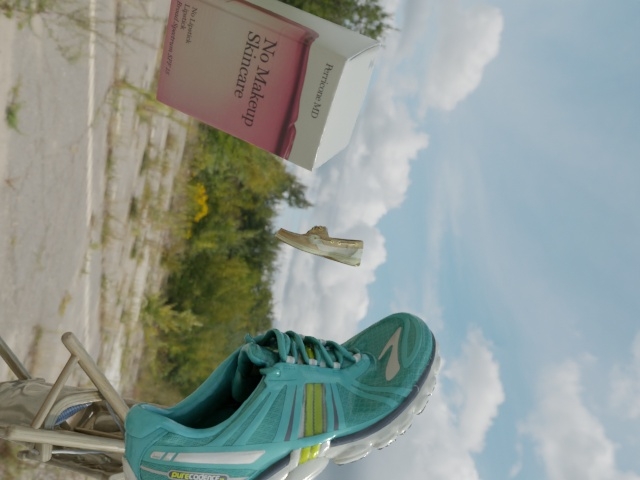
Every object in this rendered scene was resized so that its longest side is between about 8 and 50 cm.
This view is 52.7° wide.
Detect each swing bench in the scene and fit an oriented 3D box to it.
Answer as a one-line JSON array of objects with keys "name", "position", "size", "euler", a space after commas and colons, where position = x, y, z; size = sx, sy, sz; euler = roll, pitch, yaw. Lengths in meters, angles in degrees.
[{"name": "swing bench", "position": [-0.402, 0.267, 0.998], "size": [0.253, 0.254, 0.165], "euler": [-5, -130, 37]}]

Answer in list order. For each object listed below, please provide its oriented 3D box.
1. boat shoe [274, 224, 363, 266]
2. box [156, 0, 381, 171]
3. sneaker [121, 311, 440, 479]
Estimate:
[{"name": "boat shoe", "position": [0.000, 0.000, 0.961], "size": [0.050, 0.135, 0.045], "euler": [-153, -100, -76]}, {"name": "box", "position": [-0.067, -0.210, 0.807], "size": [0.127, 0.232, 0.148], "euler": [-45, 158, -56]}, {"name": "sneaker", "position": [-0.016, 0.116, 0.494], "size": [0.107, 0.275, 0.109], "euler": [7, -65, 55]}]
